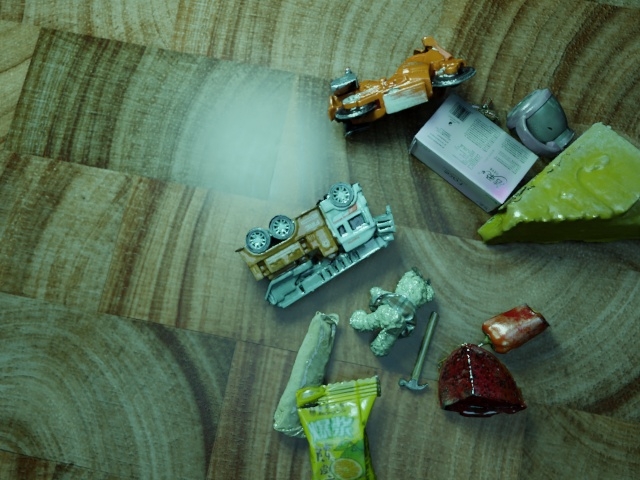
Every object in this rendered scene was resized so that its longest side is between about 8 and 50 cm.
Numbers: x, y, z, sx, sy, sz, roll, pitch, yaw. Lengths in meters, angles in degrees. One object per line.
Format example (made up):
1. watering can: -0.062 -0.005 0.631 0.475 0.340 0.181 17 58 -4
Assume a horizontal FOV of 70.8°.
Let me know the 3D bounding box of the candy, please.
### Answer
1. candy: 0.048 0.443 0.941 0.187 0.081 0.298 -7 90 -8

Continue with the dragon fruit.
1. dragon fruit: 0.343 0.308 0.971 0.160 0.120 0.127 19 58 -13

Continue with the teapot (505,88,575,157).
1. teapot: 0.512 -0.262 1.030 0.146 0.148 0.116 45 114 -3

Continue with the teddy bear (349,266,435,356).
1. teddy bear: 0.167 0.146 0.980 0.213 0.111 0.133 -45 87 -5

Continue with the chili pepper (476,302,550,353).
1. chili pepper: 0.397 0.203 0.983 0.192 0.086 0.084 -31 55 7

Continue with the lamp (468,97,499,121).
1. lamp: 0.382 -0.308 1.090 0.083 0.031 0.063 -14 75 -3

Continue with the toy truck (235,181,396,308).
1. toy truck: 0.000 0.000 0.998 0.338 0.133 0.185 -28 92 -1

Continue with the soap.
1. soap: 0.576 -0.031 0.977 0.338 0.169 0.304 -41 73 -5

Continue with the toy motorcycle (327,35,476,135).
1. toy motorcycle: 0.174 -0.355 1.030 0.325 0.221 0.148 -14 122 13

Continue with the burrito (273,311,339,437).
1. burrito: -0.026 0.287 0.987 0.082 0.059 0.276 19 83 -8

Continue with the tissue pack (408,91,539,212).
1. tissue pack: 0.345 -0.199 1.041 0.246 0.092 0.149 40 82 6

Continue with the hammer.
1. hammer: 0.234 0.249 1.011 0.062 0.017 0.182 21 81 3
